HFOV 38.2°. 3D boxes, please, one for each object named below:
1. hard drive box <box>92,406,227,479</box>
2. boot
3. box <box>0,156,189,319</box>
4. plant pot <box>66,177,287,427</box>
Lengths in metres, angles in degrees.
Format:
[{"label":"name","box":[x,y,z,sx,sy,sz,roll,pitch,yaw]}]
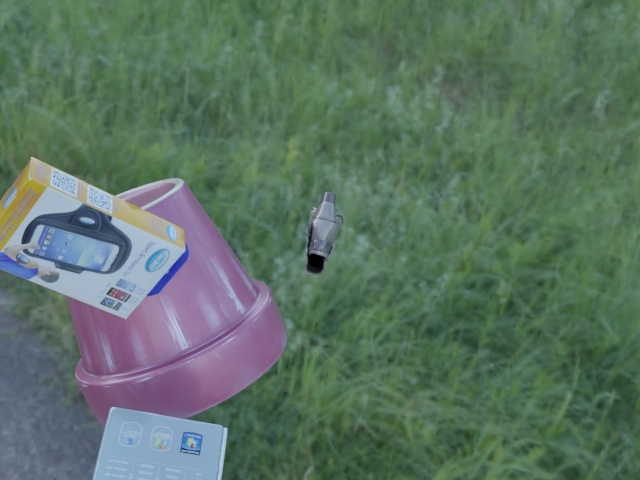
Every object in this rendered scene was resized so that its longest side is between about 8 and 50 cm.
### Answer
[{"label":"hard drive box","box":[-0.137,0.267,0.656,0.089,0.181,0.232,12,47,-9]},{"label":"boot","box":[0.000,0.000,1.092,0.042,0.087,0.118,9,-24,5]},{"label":"box","box":[-0.160,0.005,0.647,0.136,0.081,0.028,28,30,-29]},{"label":"plant pot","box":[-0.152,0.048,0.864,0.201,0.180,0.201,-19,16,6]}]
